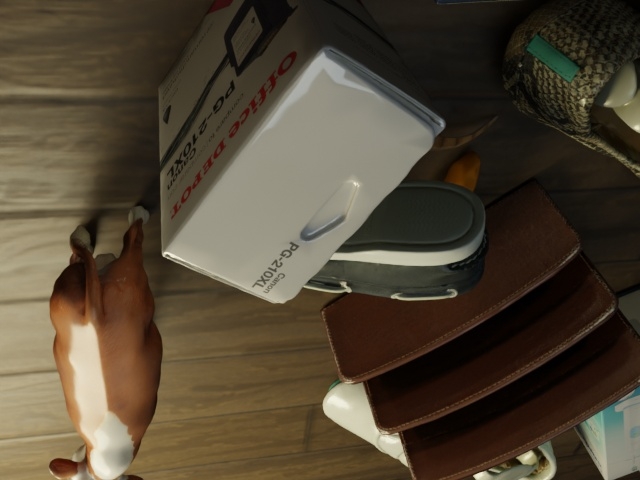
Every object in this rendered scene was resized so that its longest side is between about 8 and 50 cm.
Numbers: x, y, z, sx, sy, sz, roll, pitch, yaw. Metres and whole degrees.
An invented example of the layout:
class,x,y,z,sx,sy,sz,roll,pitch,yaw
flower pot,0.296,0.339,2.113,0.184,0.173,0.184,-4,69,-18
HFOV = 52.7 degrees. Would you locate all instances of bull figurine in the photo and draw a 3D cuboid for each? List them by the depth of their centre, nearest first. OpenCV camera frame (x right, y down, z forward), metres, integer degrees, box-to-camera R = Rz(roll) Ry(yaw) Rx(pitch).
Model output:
class,x,y,z,sx,sy,sz,roll,pitch,yaw
bull figurine,-0.212,0.119,0.648,0.101,0.188,0.310,3,129,-17

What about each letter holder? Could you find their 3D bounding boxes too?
class,x,y,z,sx,sy,sz,roll,pitch,yaw
letter holder,0.181,0.116,0.733,0.301,0.214,0.152,-33,130,14

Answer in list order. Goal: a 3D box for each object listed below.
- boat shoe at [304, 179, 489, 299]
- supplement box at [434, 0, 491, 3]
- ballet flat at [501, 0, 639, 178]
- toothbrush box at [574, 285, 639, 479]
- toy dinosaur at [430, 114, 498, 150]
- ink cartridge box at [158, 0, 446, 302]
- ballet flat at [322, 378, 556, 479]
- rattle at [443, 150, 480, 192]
class,x,y,z,sx,sy,sz,roll,pitch,yaw
boat shoe,0.000,0.000,0.601,0.302,0.114,0.091,10,144,23
supplement box,0.127,-0.242,0.519,0.083,0.056,0.083,-6,131,-10
ballet flat,0.394,-0.091,0.635,0.482,0.182,0.164,14,123,-25
toothbrush box,0.484,0.205,0.948,0.216,0.126,0.295,-23,131,4
toy dinosaur,0.074,-0.102,0.621,0.211,0.064,0.112,19,121,-29
ink cartridge box,-0.035,-0.100,0.476,0.100,0.237,0.172,26,119,-31
ballet flat,0.195,0.283,0.936,0.400,0.139,0.139,17,124,-26
rattle,0.053,-0.028,0.677,0.199,0.130,0.143,12,118,9
